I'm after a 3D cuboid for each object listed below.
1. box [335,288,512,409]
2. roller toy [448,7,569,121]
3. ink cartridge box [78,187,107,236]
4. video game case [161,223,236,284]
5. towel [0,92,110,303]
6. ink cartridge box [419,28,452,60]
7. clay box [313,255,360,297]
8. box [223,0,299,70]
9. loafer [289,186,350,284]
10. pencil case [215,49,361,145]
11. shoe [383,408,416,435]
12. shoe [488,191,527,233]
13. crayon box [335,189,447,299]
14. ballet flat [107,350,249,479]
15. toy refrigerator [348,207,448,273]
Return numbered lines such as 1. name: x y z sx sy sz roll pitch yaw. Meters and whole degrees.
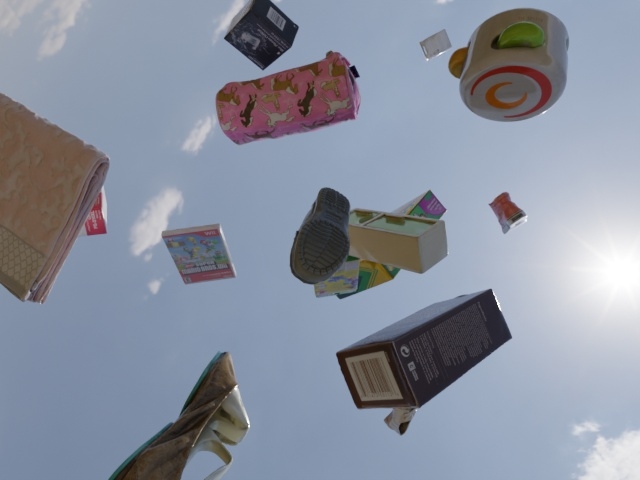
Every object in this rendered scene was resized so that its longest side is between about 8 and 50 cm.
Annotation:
1. box: 0.244 0.239 0.974 0.191 0.381 0.143 -30 -100 50
2. roller toy: 0.380 -0.344 0.847 0.209 0.191 0.146 -22 -132 59
3. ink cartridge box: -0.764 -0.091 1.254 0.172 0.237 0.100 -122 -148 -46
4. video game case: -0.439 0.057 1.576 0.204 0.285 0.025 -8 -133 -3
5. towel: -0.591 -0.091 0.819 0.332 0.053 0.317 29 -86 15
6. ink cartridge box: 0.355 -0.609 1.338 0.115 0.063 0.029 -33 -165 -19
7. clay box: 0.040 0.092 1.184 0.127 0.222 0.053 -9 -119 -3
8. box: -0.179 -0.628 1.292 0.158 0.156 0.093 -15 -127 47
9. loafer: 0.000 0.000 0.777 0.087 0.094 0.251 -56 -173 36
10. pencil case: -0.089 -0.366 1.128 0.386 0.160 0.167 -9 -110 19
11. shoe: 0.218 0.437 1.087 0.058 0.076 0.219 58 -25 33
12. shoe: 0.480 -0.071 1.097 0.063 0.178 0.081 -34 -108 13
13. crayon box: 0.212 0.017 1.438 0.363 0.106 0.313 -46 -174 -33
14. ballet flat: -0.184 0.300 0.660 0.124 0.342 0.116 28 -73 4
15. toy refrigerator: 0.149 -0.011 0.992 0.269 0.102 0.094 13 -57 48
